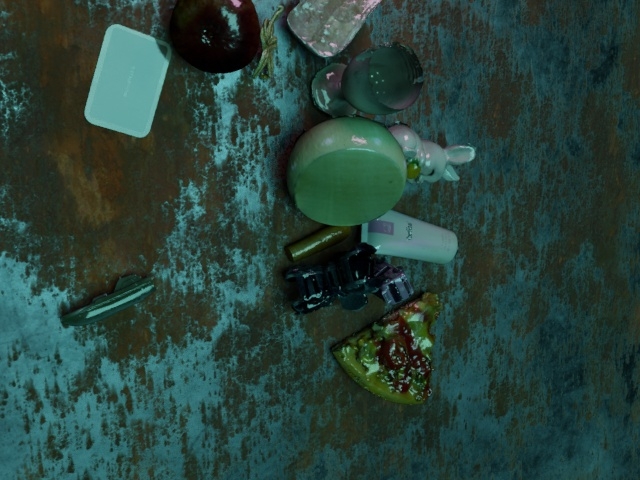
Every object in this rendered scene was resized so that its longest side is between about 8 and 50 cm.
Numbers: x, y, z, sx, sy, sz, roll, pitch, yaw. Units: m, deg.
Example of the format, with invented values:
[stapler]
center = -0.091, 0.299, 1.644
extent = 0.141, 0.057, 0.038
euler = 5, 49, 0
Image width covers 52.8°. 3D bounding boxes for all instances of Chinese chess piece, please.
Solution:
[Chinese chess piece]
center = 0.075, -0.195, 1.860
extent = 0.349, 0.147, 0.349
euler = -3, 141, -2

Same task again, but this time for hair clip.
[hair clip]
center = 0.051, 0.115, 1.954
extent = 0.206, 0.310, 0.195
euler = 16, 58, -63

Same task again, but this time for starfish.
[starfish]
center = -0.137, -0.539, 1.772
extent = 0.053, 0.150, 0.210
euler = 20, 107, 1

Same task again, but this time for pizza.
[pizza]
center = 0.282, 0.345, 2.184
extent = 0.439, 0.130, 0.406
euler = 32, 89, -28

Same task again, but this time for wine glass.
[wine glass]
center = 0.127, -0.434, 1.796
extent = 0.190, 0.357, 0.191
euler = -1, 93, -27

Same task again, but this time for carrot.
[carrot]
center = 0.000, 0.000, 2.002
extent = 0.225, 0.067, 0.067
euler = -25, 111, -17

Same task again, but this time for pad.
[pad]
center = -0.503, -0.416, 1.694
extent = 0.176, 0.002, 0.266
euler = 15, 95, -28

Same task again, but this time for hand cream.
[hand cream]
center = 0.287, -0.012, 2.114
extent = 0.358, 0.118, 0.186
euler = 14, 70, -27

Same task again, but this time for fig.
[fig]
center = -0.268, -0.547, 1.670
extent = 0.234, 0.214, 0.235
euler = -3, 103, -16

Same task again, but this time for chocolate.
[chocolate]
center = 0.041, -0.667, 1.854
extent = 0.185, 0.100, 0.303
euler = 41, 79, -17

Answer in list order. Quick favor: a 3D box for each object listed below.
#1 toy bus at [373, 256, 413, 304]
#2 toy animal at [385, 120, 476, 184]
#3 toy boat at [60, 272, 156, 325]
[toy bus]
center = 0.206, 0.130, 2.057
extent = 0.108, 0.199, 0.096
euler = -33, 113, -13
[toy animal]
center = 0.311, -0.265, 2.021
extent = 0.325, 0.208, 0.154
euler = -1, 62, -16
[toy boat]
center = -0.577, 0.160, 1.748
extent = 0.260, 0.078, 0.085
euler = -26, 88, -21
